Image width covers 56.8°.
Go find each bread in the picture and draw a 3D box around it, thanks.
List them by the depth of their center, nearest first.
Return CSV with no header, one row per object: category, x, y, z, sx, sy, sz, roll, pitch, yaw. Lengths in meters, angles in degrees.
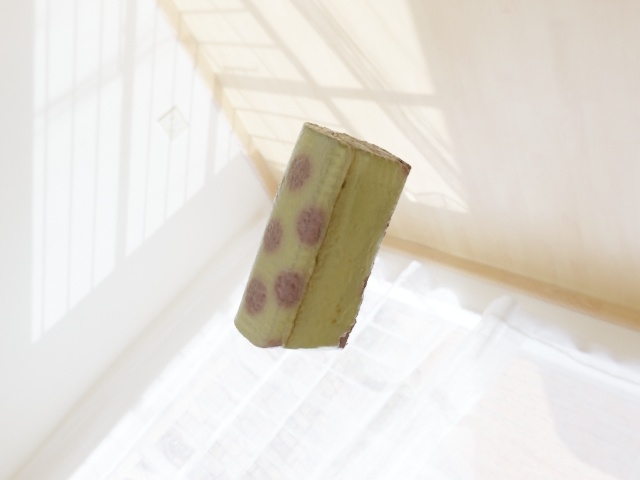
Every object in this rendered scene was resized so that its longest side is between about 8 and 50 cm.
bread,0.000,0.000,0.930,0.187,0.338,0.155,12,-166,-33
